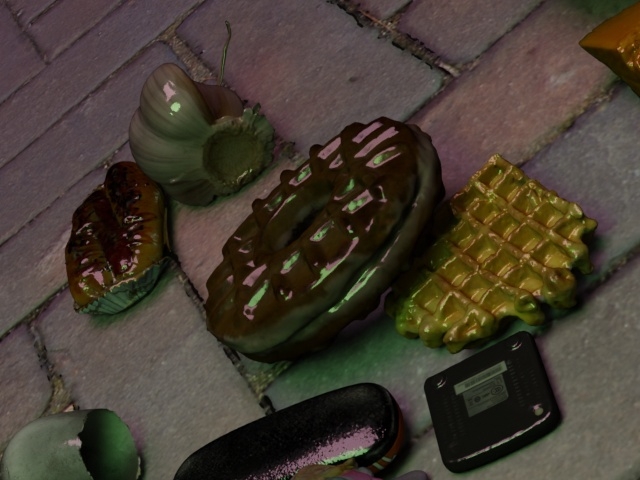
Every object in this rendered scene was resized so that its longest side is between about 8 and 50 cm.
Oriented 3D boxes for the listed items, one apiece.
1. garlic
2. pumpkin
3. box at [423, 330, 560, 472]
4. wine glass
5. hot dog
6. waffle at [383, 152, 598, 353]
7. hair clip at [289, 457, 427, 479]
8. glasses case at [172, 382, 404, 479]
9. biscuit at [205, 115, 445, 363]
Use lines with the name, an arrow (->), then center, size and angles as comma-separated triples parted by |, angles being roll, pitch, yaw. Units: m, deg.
garlic -> -0.138, -0.176, 1.748 | 0.207, 0.207, 0.256 | 14, 62, 47
pumpkin -> 0.397, -0.199, 1.362 | 0.131, 0.126, 0.248 | -45, 17, 5
box -> 0.166, 0.159, 1.246 | 0.126, 0.027, 0.125 | -29, 38, 14
wine glass -> -0.335, 0.273, 1.474 | 0.241, 0.126, 0.126 | -22, 40, 27
hot dog -> -0.287, -0.005, 1.761 | 0.163, 0.082, 0.270 | -30, 38, 14
waffle -> 0.180, 0.032, 1.340 | 0.229, 0.057, 0.219 | -45, 36, -5
hair clip -> -0.004, 0.267, 1.149 | 0.278, 0.090, 0.137 | -23, 27, -22
glasses case -> -0.038, 0.227, 1.306 | 0.267, 0.067, 0.103 | -25, 36, 17
biscuit -> 0.000, 0.000, 1.436 | 0.332, 0.103, 0.332 | -38, 23, 19
